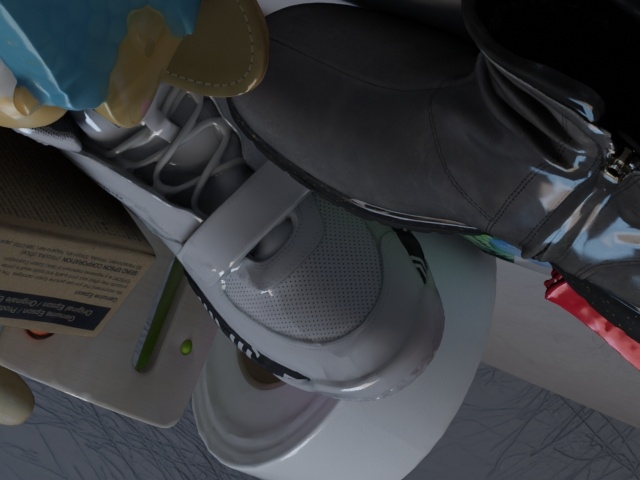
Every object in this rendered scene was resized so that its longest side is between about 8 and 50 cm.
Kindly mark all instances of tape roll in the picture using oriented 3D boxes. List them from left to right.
[{"bbox_3d":[0.013,0.066,1.503,0.100,0.286,0.286,24,174,-30],"label":"tape roll"}]

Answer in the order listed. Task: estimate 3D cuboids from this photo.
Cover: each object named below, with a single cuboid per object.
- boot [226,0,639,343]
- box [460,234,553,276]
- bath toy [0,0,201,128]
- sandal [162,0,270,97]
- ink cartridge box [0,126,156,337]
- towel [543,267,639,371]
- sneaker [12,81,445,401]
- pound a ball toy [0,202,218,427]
[{"bbox_3d":[0.088,-0.074,0.904,0.338,0.118,0.222,24,163,19],"label":"boot"},{"bbox_3d":[0.154,-0.027,1.239,0.232,0.058,0.322,18,171,32],"label":"box"},{"bbox_3d":[-0.235,-0.142,1.007,0.348,0.129,0.151,14,141,34],"label":"bath toy"},{"bbox_3d":[-0.098,-0.155,1.033,0.240,0.088,0.079,27,-151,30],"label":"sandal"},{"bbox_3d":[-0.249,-0.049,1.253,0.193,0.088,0.234,12,-147,-49],"label":"ink cartridge box"},{"bbox_3d":[0.273,0.050,1.048,0.199,0.031,0.275,39,152,-17],"label":"towel"},{"bbox_3d":[-0.083,-0.046,1.175,0.366,0.137,0.210,46,-175,31],"label":"sneaker"},{"bbox_3d":[-0.176,0.001,1.414,0.208,0.319,0.136,17,172,46],"label":"pound a ball toy"}]
